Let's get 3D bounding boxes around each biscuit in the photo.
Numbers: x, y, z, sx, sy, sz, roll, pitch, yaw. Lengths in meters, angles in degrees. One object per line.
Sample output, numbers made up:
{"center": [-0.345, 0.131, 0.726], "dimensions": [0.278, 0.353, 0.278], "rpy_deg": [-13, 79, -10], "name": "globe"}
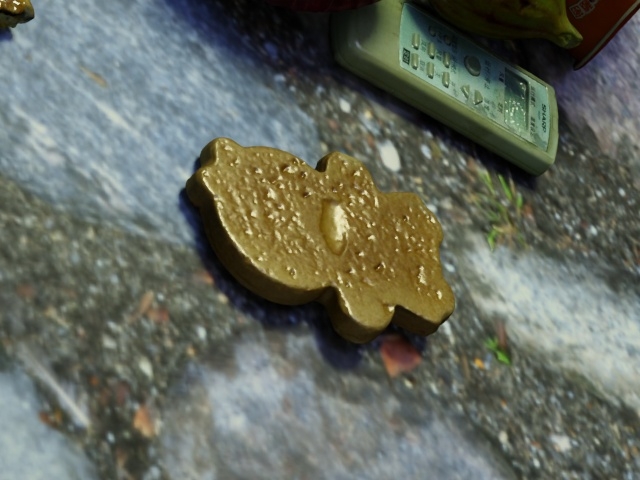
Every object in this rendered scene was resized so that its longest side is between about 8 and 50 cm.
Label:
{"center": [0.000, 0.000, 1.331], "dimensions": [0.225, 0.036, 0.166], "rpy_deg": [13, 53, -32], "name": "biscuit"}

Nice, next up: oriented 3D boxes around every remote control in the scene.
{"center": [0.109, -0.141, 1.525], "dimensions": [0.233, 0.038, 0.098], "rpy_deg": [28, 47, -26], "name": "remote control"}

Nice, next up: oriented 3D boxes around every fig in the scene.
{"center": [0.160, -0.213, 1.524], "dimensions": [0.155, 0.109, 0.103], "rpy_deg": [46, 15, -6], "name": "fig"}

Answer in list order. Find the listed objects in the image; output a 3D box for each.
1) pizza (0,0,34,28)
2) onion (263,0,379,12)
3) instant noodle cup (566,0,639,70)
{"center": [-0.284, -0.181, 1.205], "dimensions": [0.184, 0.036, 0.176], "rpy_deg": [37, 45, -19], "name": "pizza"}
{"center": [-0.003, -0.291, 1.394], "dimensions": [0.248, 0.248, 0.161], "rpy_deg": [37, 24, -16], "name": "onion"}
{"center": [0.244, -0.311, 1.625], "dimensions": [0.192, 0.250, 0.250], "rpy_deg": [41, 42, 0], "name": "instant noodle cup"}
